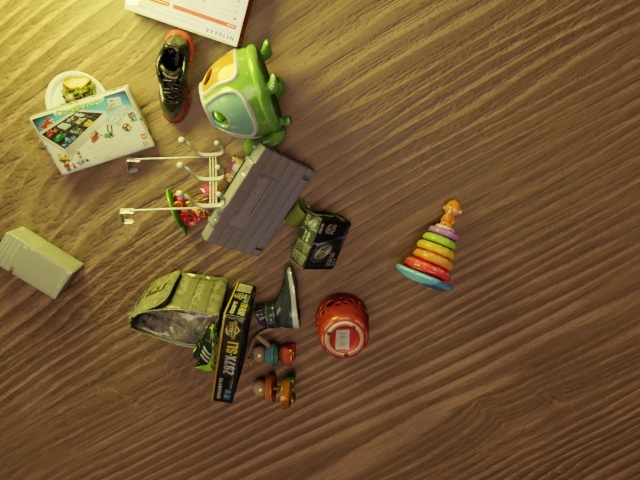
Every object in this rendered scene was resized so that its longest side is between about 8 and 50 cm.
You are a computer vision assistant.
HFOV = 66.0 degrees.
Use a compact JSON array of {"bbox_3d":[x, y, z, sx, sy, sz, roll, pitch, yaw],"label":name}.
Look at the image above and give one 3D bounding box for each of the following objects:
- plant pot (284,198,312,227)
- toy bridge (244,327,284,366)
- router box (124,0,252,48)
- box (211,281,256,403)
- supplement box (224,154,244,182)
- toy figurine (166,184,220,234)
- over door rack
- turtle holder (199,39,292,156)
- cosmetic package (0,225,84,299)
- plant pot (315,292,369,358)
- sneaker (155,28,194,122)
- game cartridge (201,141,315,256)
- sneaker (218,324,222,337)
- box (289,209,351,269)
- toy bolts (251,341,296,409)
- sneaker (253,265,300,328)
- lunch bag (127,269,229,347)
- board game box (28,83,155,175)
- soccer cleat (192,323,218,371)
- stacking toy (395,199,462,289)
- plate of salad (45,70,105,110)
[{"bbox_3d":[-0.076,-0.083,1.637,0.079,0.083,0.083,-37,106,23],"label":"plant pot"},{"bbox_3d":[-0.206,0.360,1.762,0.188,0.063,0.026,-49,145,-17],"label":"toy bridge"},{"bbox_3d":[-0.356,-0.753,1.403,0.335,0.082,0.301,17,107,-7],"label":"router box"},{"bbox_3d":[-0.291,0.341,1.672,0.079,0.257,0.322,10,108,-5],"label":"box"},{"bbox_3d":[-0.274,-0.228,1.597,0.054,0.043,0.083,23,107,-10],"label":"supplement box"},{"bbox_3d":[-0.395,-0.111,1.608,0.159,0.130,0.173,-18,130,-5],"label":"toy figurine"},{"bbox_3d":[-0.455,-0.191,1.499,0.323,0.240,0.108,-10,145,1],"label":"over door rack"},{"bbox_3d":[-0.216,-0.411,1.460,0.227,0.320,0.244,-16,76,4],"label":"turtle holder"},{"bbox_3d":[-0.941,0.074,1.649,0.237,0.107,0.127,34,101,-8],"label":"cosmetic package"},{"bbox_3d":[0.081,0.302,1.714,0.190,0.174,0.191,-1,109,-4],"label":"plant pot"},{"bbox_3d":[-0.436,-0.471,1.454,0.097,0.135,0.276,11,121,-8],"label":"sneaker"},{"bbox_3d":[-0.200,-0.122,1.563,0.230,0.068,0.355,22,111,-40],"label":"game cartridge"},{"bbox_3d":[-0.406,0.317,1.760,0.144,0.059,0.053,2,110,10],"label":"sneaker"},{"bbox_3d":[0.000,0.000,1.622,0.147,0.077,0.180,5,113,-46],"label":"box"},{"bbox_3d":[-0.177,0.482,1.763,0.158,0.218,0.229,1,90,5],"label":"toy bolts"},{"bbox_3d":[-0.157,0.204,1.720,0.163,0.086,0.227,-2,101,4],"label":"sneaker"},{"bbox_3d":[-0.467,0.218,1.637,0.286,0.235,0.169,9,113,-5],"label":"lunch bag"},{"bbox_3d":[-0.692,-0.337,1.513,0.305,0.053,0.193,-17,121,-1],"label":"board game box"},{"bbox_3d":[-0.359,0.335,1.532,0.072,0.060,0.179,8,117,-5],"label":"soccer cleat"},{"bbox_3d":[0.396,0.006,1.650,0.175,0.165,0.302,21,89,36],"label":"stacking toy"},{"bbox_3d":[-0.752,-0.418,1.521,0.199,0.048,0.200,-1,108,-2],"label":"plate of salad"}]
